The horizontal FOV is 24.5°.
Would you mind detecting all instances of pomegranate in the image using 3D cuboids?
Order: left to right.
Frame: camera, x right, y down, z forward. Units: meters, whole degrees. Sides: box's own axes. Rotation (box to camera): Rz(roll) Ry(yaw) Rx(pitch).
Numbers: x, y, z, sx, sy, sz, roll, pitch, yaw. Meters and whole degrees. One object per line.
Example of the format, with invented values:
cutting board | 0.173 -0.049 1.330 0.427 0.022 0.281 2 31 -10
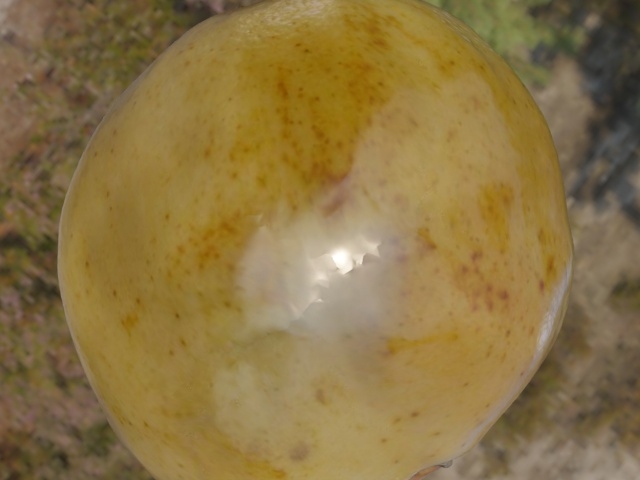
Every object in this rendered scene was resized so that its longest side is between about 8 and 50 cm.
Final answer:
pomegranate | 0.003 0.006 0.637 0.233 0.233 0.233 -46 161 -20
